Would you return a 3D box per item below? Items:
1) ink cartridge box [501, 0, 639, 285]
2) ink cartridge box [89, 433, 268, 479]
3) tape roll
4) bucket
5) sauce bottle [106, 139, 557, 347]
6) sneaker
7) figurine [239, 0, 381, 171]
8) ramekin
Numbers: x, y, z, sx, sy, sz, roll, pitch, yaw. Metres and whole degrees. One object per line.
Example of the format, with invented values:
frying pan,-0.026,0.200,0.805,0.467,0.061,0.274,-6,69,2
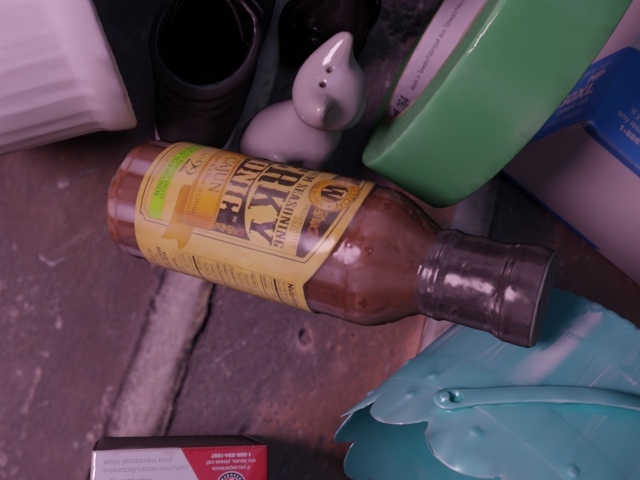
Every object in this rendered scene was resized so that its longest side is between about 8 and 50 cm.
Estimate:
ink cartridge box,0.416,-0.159,0.746,0.285,0.166,0.394,37,73,-8
ink cartridge box,-0.112,0.243,0.545,0.128,0.127,0.176,2,79,-15
tape roll,0.150,-0.183,0.604,0.077,0.321,0.321,31,72,-7
bucket,0.166,0.182,0.567,0.183,0.281,0.281,-40,91,-23
sauce bottle,0.000,0.000,0.551,0.345,0.111,0.111,13,73,22
sneaker,-0.085,-0.222,0.640,0.105,0.147,0.295,12,75,-11
figurine,0.006,-0.159,0.618,0.092,0.209,0.214,19,75,-11
ramekin,-0.249,-0.194,0.528,0.135,0.277,0.277,-21,85,-11
